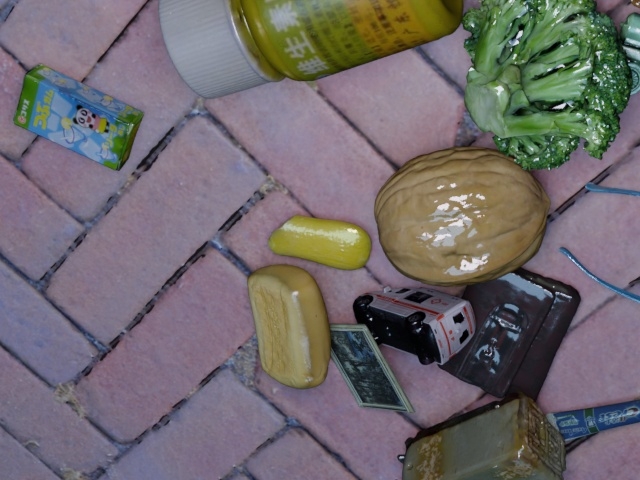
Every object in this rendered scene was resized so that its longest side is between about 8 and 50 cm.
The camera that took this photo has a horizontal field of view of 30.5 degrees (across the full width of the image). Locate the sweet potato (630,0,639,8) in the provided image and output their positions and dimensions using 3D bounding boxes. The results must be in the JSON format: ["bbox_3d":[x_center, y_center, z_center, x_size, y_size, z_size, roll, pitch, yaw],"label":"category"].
[{"bbox_3d":[0.561,-0.368,1.533,0.314,0.066,0.072,-14,79,22],"label":"sweet potato"}]

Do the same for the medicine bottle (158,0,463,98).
[{"bbox_3d":[-0.015,-0.337,1.624,0.384,0.224,0.224,-15,112,24],"label":"medicine bottle"}]

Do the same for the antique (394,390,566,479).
[{"bbox_3d":[0.254,0.368,1.959,0.284,0.125,0.150,-23,130,32],"label":"antique"}]

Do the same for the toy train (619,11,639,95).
[{"bbox_3d":[0.487,-0.245,1.616,0.200,0.083,0.132,20,110,5],"label":"toy train"}]

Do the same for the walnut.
[{"bbox_3d":[0.209,-0.033,1.731,0.261,0.225,0.225,-10,114,15],"label":"walnut"}]

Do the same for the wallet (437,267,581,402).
[{"bbox_3d":[0.300,0.146,1.894,0.182,0.049,0.229,22,120,6],"label":"wallet"}]

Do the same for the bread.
[{"bbox_3d":[-0.044,0.138,1.953,0.147,0.098,0.217,15,120,39],"label":"bread"}]

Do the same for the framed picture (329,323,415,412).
[{"bbox_3d":[0.071,0.215,1.977,0.142,0.011,0.183,-4,121,52],"label":"framed picture"}]

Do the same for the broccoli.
[{"bbox_3d":[0.287,-0.222,1.585,0.261,0.241,0.269,13,128,47],"label":"broccoli"}]

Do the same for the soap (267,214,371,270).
[{"bbox_3d":[0.000,0.000,1.910,0.168,0.033,0.089,14,118,9],"label":"soap"}]

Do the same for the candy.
[{"bbox_3d":[-0.392,-0.200,1.900,0.194,0.062,0.097,25,122,2],"label":"candy"}]

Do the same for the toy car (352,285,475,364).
[{"bbox_3d":[0.147,0.125,1.895,0.209,0.108,0.089,14,132,50],"label":"toy car"}]

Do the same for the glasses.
[{"bbox_3d":[0.490,-0.001,1.767,0.220,0.088,0.190,29,124,23],"label":"glasses"}]

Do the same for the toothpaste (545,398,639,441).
[{"bbox_3d":[0.470,0.292,1.930,0.197,0.035,0.057,-17,97,25],"label":"toothpaste"}]
